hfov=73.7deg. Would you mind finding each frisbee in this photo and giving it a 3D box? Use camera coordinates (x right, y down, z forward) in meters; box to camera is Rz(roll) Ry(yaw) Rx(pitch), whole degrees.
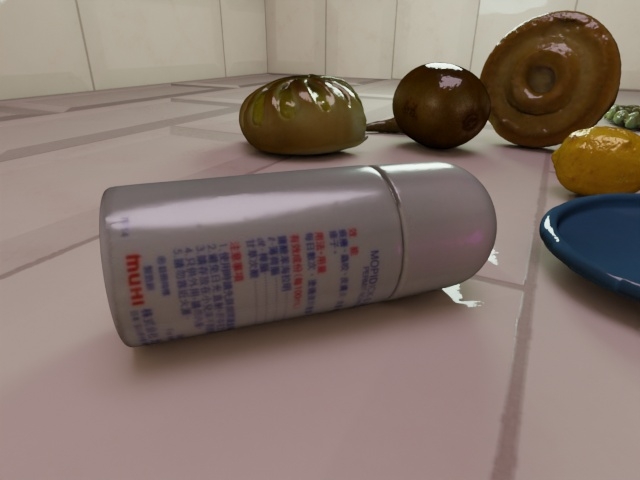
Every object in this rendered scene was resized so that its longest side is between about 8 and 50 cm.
[{"bbox_3d":[0.385,0.019,0.445,0.288,0.049,0.290,-3,26,1],"label":"frisbee"}]

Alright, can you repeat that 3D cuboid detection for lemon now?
[{"bbox_3d":[0.449,-0.122,0.673,0.154,0.114,0.114,16,29,30],"label":"lemon"}]

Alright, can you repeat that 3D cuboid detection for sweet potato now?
[{"bbox_3d":[0.236,-0.320,1.165,0.249,0.060,0.069,-7,6,-7],"label":"sweet potato"}]

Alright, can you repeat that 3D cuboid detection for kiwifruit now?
[{"bbox_3d":[0.278,-0.308,0.984,0.195,0.196,0.234,-7,32,-15],"label":"kiwifruit"}]

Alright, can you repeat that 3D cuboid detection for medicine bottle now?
[{"bbox_3d":[0.000,0.000,0.386,0.340,0.131,0.130,-8,26,-16],"label":"medicine bottle"}]

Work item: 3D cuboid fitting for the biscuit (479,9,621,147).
[{"bbox_3d":[0.509,-0.361,0.971,0.296,0.297,0.101,18,20,33],"label":"biscuit"}]

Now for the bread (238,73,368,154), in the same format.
[{"bbox_3d":[-0.039,-0.301,0.995,0.332,0.160,0.333,-1,24,0],"label":"bread"}]

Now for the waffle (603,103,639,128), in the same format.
[{"bbox_3d":[1.025,-0.374,1.289,0.291,0.056,0.309,6,25,13],"label":"waffle"}]
